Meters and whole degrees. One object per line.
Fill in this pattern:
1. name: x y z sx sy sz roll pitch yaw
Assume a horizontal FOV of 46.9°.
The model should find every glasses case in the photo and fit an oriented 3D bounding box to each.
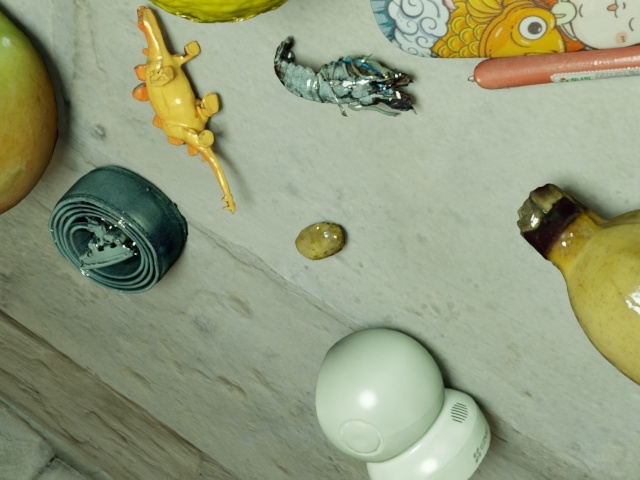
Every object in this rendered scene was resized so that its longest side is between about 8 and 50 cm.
1. glasses case: 0.195 -0.207 0.550 0.321 0.082 0.122 -2 131 14

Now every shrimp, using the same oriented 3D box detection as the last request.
1. shrimp: 0.020 -0.166 0.804 0.174 0.076 0.082 20 160 24

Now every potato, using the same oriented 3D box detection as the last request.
1. potato: 0.000 0.000 1.010 0.083 0.040 0.051 -16 107 45

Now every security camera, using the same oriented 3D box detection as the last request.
1. security camera: 0.101 0.233 1.042 0.236 0.194 0.195 50 141 -14

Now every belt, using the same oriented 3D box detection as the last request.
1. belt: -0.345 -0.007 1.224 0.206 0.116 0.268 46 140 -16

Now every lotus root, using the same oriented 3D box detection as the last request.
1. lotus root: 0.320 0.050 0.686 0.310 0.183 0.182 33 142 14

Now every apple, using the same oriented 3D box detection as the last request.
1. apple: -0.537 -0.200 1.037 0.339 0.338 0.305 34 123 7

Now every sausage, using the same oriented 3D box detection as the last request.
1. sausage: 0.246 -0.158 0.654 0.253 0.034 0.034 4 130 38

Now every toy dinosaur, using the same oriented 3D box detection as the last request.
1. toy dinosaur: -0.186 -0.167 0.975 0.117 0.070 0.288 12 132 46

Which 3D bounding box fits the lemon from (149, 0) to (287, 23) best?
1. lemon: -0.085 -0.313 0.601 0.245 0.245 0.319 32 151 9
